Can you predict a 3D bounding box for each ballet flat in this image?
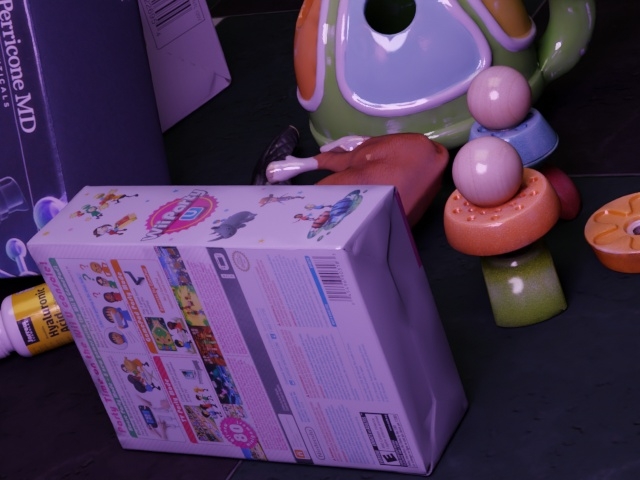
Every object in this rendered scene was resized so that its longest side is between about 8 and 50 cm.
[{"bbox_3d":[-0.045,-0.073,1.723,0.057,0.049,0.173,-55,10,30],"label":"ballet flat"}]

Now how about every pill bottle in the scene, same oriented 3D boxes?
[{"bbox_3d":[-0.274,0.077,1.563,0.116,0.065,0.065,-20,28,0],"label":"pill bottle"}]

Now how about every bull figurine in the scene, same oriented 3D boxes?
[{"bbox_3d":[0.000,0.000,1.491,0.188,0.101,0.310,4,36,39],"label":"bull figurine"}]

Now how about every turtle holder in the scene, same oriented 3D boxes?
[{"bbox_3d":[0.122,-0.205,1.645,0.320,0.227,0.243,-2,32,30],"label":"turtle holder"}]

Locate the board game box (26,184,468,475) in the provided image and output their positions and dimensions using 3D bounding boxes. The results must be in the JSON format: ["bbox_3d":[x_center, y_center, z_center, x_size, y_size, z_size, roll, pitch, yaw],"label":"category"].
[{"bbox_3d":[-0.058,0.068,1.278,0.303,0.224,0.097,0,35,31],"label":"board game box"}]

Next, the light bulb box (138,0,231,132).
[{"bbox_3d":[-0.353,-0.311,1.990,0.361,0.358,0.225,11,39,42],"label":"light bulb box"}]

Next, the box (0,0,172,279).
[{"bbox_3d":[-0.385,-0.114,1.676,0.396,0.293,0.212,-6,10,25],"label":"box"}]

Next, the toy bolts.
[{"bbox_3d":[0.206,-0.065,1.417,0.218,0.158,0.228,-18,28,3],"label":"toy bolts"}]
